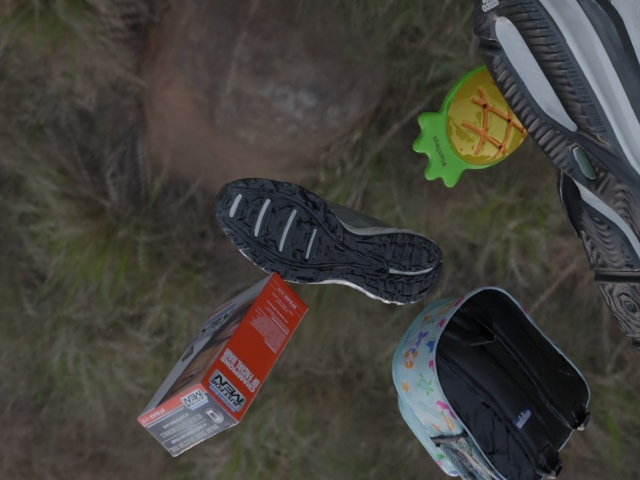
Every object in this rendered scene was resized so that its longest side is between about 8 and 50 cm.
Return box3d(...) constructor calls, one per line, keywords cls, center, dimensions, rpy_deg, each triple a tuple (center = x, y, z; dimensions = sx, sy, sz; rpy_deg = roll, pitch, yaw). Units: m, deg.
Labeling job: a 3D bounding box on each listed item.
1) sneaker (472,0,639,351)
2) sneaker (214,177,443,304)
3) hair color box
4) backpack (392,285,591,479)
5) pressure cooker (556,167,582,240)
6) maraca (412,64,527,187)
box3d(cls="sneaker", center=(0.343, -0.081, 1.129), dimensions=(0.447, 0.257, 0.169), rpy_deg=(61, 162, -9))
box3d(cls="sneaker", center=(0.000, 0.000, 1.445), dimensions=(0.271, 0.100, 0.108), rpy_deg=(20, -176, -27))
box3d(cls="hair color box", center=(-0.085, 0.109, 1.179), dimensions=(0.093, 0.167, 0.053), rpy_deg=(-32, 107, 37))
box3d(cls="backpack", center=(0.218, 0.196, 1.789), dimensions=(0.191, 0.225, 0.253), rpy_deg=(-13, 120, 53))
box3d(cls="pressure cooker", center=(0.534, -0.172, 1.769), dimensions=(0.370, 0.420, 0.375), rpy_deg=(29, 140, 4))
box3d(cls="maraca", center=(0.194, -0.146, 1.643), dimensions=(0.099, 0.185, 0.127), rpy_deg=(17, 138, 59))
